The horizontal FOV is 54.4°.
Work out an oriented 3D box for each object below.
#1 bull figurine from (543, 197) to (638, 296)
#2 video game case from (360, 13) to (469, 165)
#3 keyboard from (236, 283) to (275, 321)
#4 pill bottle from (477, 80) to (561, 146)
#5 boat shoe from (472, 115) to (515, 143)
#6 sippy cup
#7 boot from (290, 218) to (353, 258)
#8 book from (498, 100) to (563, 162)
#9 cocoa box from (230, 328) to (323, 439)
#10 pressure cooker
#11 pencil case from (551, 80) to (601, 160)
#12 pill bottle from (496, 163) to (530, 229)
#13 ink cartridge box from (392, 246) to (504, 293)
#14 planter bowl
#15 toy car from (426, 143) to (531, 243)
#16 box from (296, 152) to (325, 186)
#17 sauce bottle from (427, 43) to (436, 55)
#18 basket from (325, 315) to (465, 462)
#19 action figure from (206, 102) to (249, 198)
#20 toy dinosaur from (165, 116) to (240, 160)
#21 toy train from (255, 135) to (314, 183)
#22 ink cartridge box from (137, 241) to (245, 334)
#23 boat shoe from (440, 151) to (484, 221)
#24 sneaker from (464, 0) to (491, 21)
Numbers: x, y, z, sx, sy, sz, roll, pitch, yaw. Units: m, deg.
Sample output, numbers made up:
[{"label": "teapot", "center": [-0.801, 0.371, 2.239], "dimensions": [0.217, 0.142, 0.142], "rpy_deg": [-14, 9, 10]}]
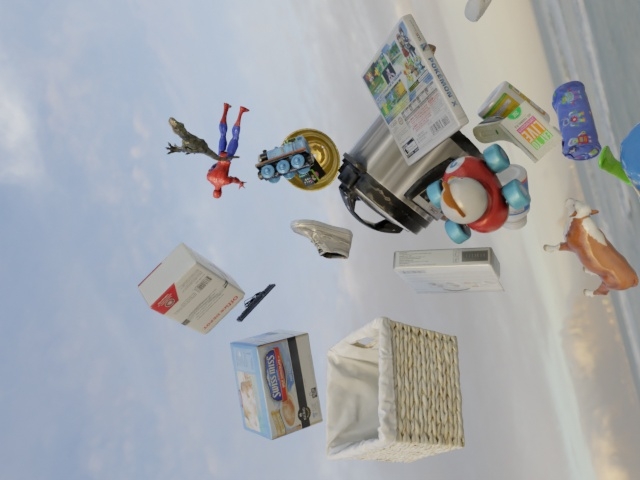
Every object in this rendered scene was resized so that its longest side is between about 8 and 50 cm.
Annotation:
[{"label": "bull figurine", "center": [0.768, 0.027, 1.787], "dimensions": [0.101, 0.188, 0.310], "rpy_deg": [-36, -93, -26]}, {"label": "video game case", "center": [0.233, -0.376, 1.623], "dimensions": [0.299, 0.036, 0.329], "rpy_deg": [62, 163, 3]}, {"label": "keyboard", "center": [-0.250, 0.223, 2.298], "dimensions": [0.038, 0.100, 0.192], "rpy_deg": [47, -113, -7]}, {"label": "pill bottle", "center": [0.632, -0.378, 1.969], "dimensions": [0.246, 0.136, 0.136], "rpy_deg": [38, -151, -2]}, {"label": "boat shoe", "center": [0.553, -0.330, 1.806], "dimensions": [0.079, 0.233, 0.084], "rpy_deg": [-38, -63, -23]}, {"label": "sippy cup", "center": [0.798, -0.169, 1.398], "dimensions": [0.224, 0.306, 0.239], "rpy_deg": [26, -131, -37]}, {"label": "boot", "center": [0.000, 0.000, 2.464], "dimensions": [0.095, 0.259, 0.123], "rpy_deg": [114, 165, -64]}, {"label": "book", "center": [0.567, -0.294, 1.679], "dimensions": [0.144, 0.096, 0.035], "rpy_deg": [47, 177, 8]}, {"label": "cocoa box", "center": [-0.169, 0.528, 2.326], "dimensions": [0.228, 0.231, 0.346], "rpy_deg": [-10, -89, -34]}, {"label": "pressure cooker", "center": [0.267, -0.218, 2.031], "dimensions": [0.370, 0.420, 0.375], "rpy_deg": [40, -172, -1]}, {"label": "pencil case", "center": [0.926, -0.431, 2.271], "dimensions": [0.119, 0.133, 0.306], "rpy_deg": [34, -133, -49]}, {"label": "pill bottle", "center": [0.678, -0.150, 2.211], "dimensions": [0.124, 0.124, 0.221], "rpy_deg": [-77, -26, -48]}, {"label": "ink cartridge box", "center": [0.375, 0.090, 1.788], "dimensions": [0.239, 0.275, 0.060], "rpy_deg": [40, -129, -58]}, {"label": "planter bowl", "center": [-0.029, -0.285, 2.145], "dimensions": [0.090, 0.217, 0.217], "rpy_deg": [-53, -55, -67]}, {"label": "toy car", "center": [0.355, -0.117, 1.535], "dimensions": [0.238, 0.219, 0.210], "rpy_deg": [-1, -118, -55]}, {"label": "box", "center": [-0.037, -0.223, 1.981], "dimensions": [0.083, 0.052, 0.062], "rpy_deg": [53, -124, -17]}, {"label": "sauce bottle", "center": [0.393, -0.667, 2.323], "dimensions": [0.042, 0.042, 0.128], "rpy_deg": [-75, 2, -49]}, {"label": "basket", "center": [0.194, 0.424, 1.692], "dimensions": [0.267, 0.328, 0.331], "rpy_deg": [15, -121, -21]}, {"label": "action figure", "center": [-0.271, -0.260, 1.884], "dimensions": [0.139, 0.092, 0.280], "rpy_deg": [7, -82, -76]}, {"label": "toy dinosaur", "center": [-0.357, -0.265, 1.758], "dimensions": [0.268, 0.118, 0.064], "rpy_deg": [25, -114, -56]}, {"label": "toy train", "center": [-0.110, -0.243, 1.886], "dimensions": [0.080, 0.184, 0.105], "rpy_deg": [40, -145, -68]}, {"label": "ink cartridge box", "center": [-0.397, 0.157, 1.947], "dimensions": [0.114, 0.197, 0.273], "rpy_deg": [46, -179, 39]}, {"label": "boat shoe", "center": [0.517, -0.203, 2.288], "dimensions": [0.324, 0.123, 0.116], "rpy_deg": [-53, -41, -29]}, {"label": "sneaker", "center": [0.505, -0.768, 1.887], "dimensions": [0.080, 0.094, 0.212], "rpy_deg": [44, 157, 11]}]
